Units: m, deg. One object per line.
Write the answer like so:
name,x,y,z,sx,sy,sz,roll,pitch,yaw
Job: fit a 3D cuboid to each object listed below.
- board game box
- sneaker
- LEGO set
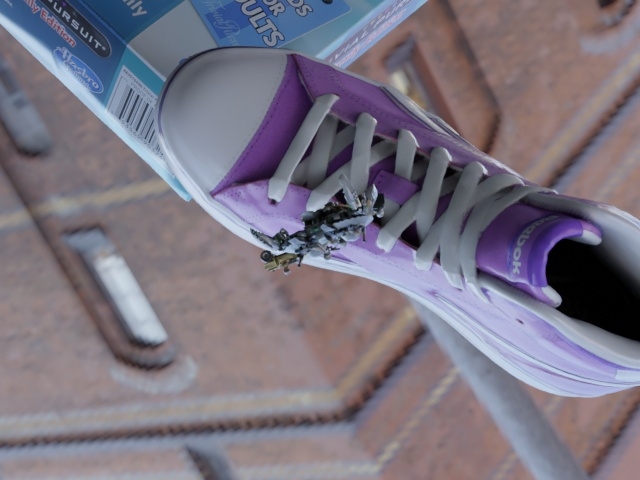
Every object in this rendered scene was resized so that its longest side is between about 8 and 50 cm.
board game box,-0.053,-0.216,1.053,0.336,0.254,0.079,-43,172,-35
sneaker,0.055,-0.020,0.821,0.102,0.282,0.161,-64,-175,-8
LEGO set,0.002,0.000,0.672,0.054,0.023,0.083,-18,165,-1
